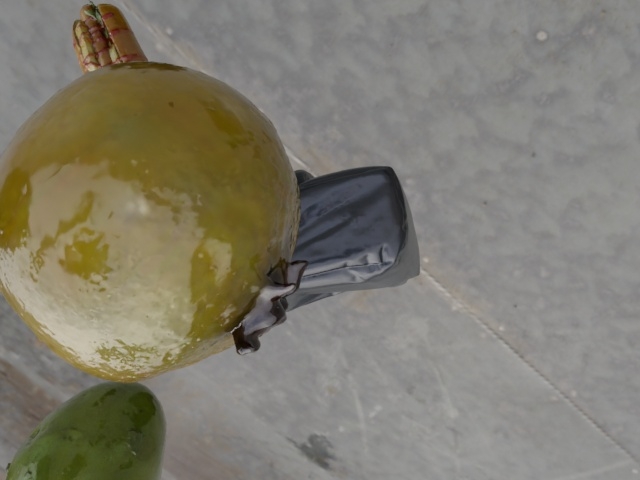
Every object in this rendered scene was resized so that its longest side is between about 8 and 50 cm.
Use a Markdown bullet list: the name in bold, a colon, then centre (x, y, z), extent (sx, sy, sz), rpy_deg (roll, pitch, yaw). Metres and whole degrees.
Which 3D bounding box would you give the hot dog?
- **hot dog**: centre (-0.322, -0.273, 1.155), extent (0.104, 0.076, 0.250), rpy_deg (-31, 75, 14)

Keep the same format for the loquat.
- **loquat**: centre (-0.116, -0.009, 0.539), extent (0.244, 0.244, 0.244), rpy_deg (21, 143, 17)

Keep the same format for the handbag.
- **handbag**: centre (0.000, -0.003, 1.098), extent (0.275, 0.178, 0.302), rpy_deg (-10, 170, 9)

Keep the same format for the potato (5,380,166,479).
- **potato**: centre (-0.283, 0.289, 0.924), extent (0.148, 0.253, 0.186), rpy_deg (-5, 133, 42)
